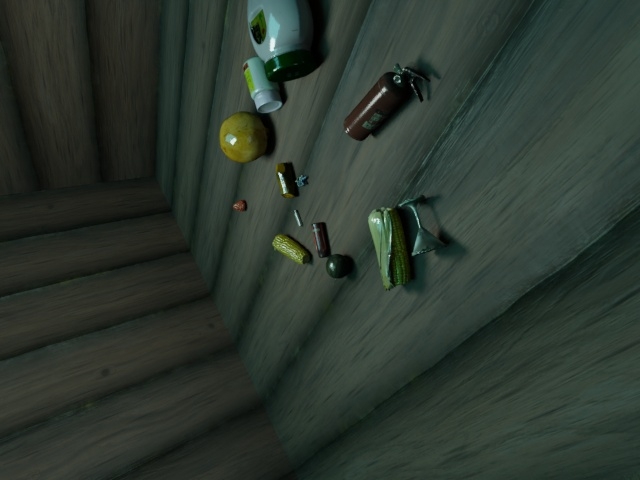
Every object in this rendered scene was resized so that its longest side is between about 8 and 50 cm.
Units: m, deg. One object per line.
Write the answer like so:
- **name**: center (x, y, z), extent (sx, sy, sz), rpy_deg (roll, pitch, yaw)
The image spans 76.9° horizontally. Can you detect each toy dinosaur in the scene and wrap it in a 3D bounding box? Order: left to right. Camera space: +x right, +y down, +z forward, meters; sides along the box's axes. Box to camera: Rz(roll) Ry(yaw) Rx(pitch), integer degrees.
- **toy dinosaur**: center (-0.088, -0.281, 1.891), extent (0.083, 0.030, 0.047), rpy_deg (-12, 95, 56)

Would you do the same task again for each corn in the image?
- **corn**: center (-0.151, 0.044, 2.064), extent (0.260, 0.091, 0.091), rpy_deg (33, 126, 42)
- **corn**: center (0.246, 0.033, 1.447), extent (0.123, 0.122, 0.305), rpy_deg (2, 106, 56)

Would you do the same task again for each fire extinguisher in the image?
- **fire extinguisher**: center (0.217, -0.447, 1.326), extent (0.147, 0.106, 0.337), rpy_deg (47, 145, -5)

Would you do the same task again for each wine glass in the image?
- **wine glass**: center (0.328, -0.049, 1.312), extent (0.122, 0.122, 0.183), rpy_deg (-26, 76, 56)

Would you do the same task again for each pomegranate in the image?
- **pomegranate**: center (-0.381, -0.521, 2.032), extent (0.264, 0.264, 0.264), rpy_deg (27, 124, 48)

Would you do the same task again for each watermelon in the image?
- **watermelon**: center (0.073, 0.124, 1.747), extent (0.105, 0.105, 0.133), rpy_deg (12, 93, 54)

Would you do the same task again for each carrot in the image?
- **carrot**: center (-0.170, -0.292, 1.964), extent (0.082, 0.082, 0.173), rpy_deg (-9, 92, 56)

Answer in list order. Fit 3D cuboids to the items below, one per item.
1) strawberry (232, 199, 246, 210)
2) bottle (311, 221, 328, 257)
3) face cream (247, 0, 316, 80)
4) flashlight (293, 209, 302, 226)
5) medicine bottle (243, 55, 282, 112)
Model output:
- **strawberry**: center (-0.498, -0.214, 2.478), extent (0.073, 0.083, 0.073), rpy_deg (180, 90, -65)
- **bottle**: center (0.000, 0.000, 1.857), extent (0.060, 0.060, 0.164), rpy_deg (-1, 102, 56)
- **face cream**: center (-0.155, -0.838, 1.594), extent (0.312, 0.219, 0.357), rpy_deg (-5, 102, 54)
- **flashlight**: center (-0.111, -0.111, 2.005), extent (0.018, 0.018, 0.083), rpy_deg (-32, 77, 56)
- **medicine bottle**: center (-0.267, -0.726, 1.876), extent (0.139, 0.139, 0.225), rpy_deg (-22, 85, 56)
